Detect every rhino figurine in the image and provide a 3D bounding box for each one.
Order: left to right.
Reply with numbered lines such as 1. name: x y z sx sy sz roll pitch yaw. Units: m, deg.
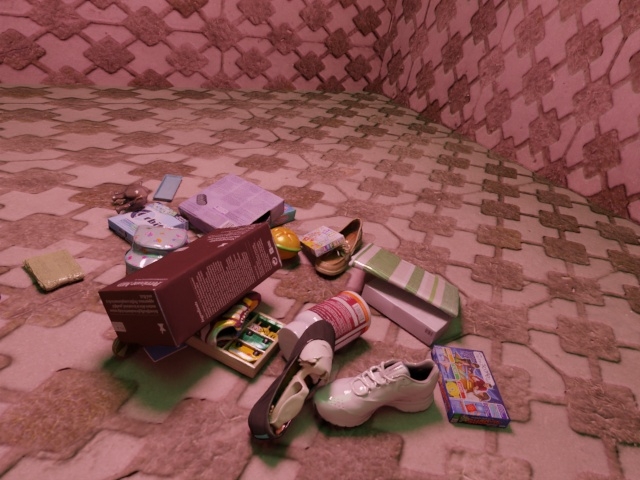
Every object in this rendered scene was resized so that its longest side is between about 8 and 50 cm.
1. rhino figurine: -0.634 -0.154 1.433 0.107 0.073 0.243 -21 22 -13

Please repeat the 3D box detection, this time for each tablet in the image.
1. tablet: -0.358 0.247 0.981 0.054 0.006 0.083 34 39 32

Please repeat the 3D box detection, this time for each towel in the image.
1. towel: -0.702 0.075 1.120 0.148 0.027 0.110 32 37 30
2. towel: 0.257 0.111 1.268 0.325 0.038 0.248 28 17 12

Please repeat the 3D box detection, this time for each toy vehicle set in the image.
1. toy vehicle set: -0.231 0.214 1.038 0.267 0.035 0.166 22 31 16

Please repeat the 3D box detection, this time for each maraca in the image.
1. maraca: -0.123 0.005 1.348 0.127 0.099 0.185 21 8 -8

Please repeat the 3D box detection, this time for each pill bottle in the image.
1. pill bottle: 0.012 0.215 1.040 0.221 0.121 0.121 -20 44 -39

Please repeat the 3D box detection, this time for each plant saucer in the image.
1. plant saucer: -0.569 -0.197 1.587 0.067 0.018 0.192 6 34 -8

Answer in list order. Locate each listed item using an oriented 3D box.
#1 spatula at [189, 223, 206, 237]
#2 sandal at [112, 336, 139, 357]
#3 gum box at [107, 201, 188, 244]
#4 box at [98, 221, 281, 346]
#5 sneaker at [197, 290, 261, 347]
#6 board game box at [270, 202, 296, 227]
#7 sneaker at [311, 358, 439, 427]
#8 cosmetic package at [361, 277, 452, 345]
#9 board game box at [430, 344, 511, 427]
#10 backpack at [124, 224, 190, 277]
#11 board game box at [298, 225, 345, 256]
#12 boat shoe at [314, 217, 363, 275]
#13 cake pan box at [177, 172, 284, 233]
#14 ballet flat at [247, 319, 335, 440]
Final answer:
1. spatula: -0.303 -0.041 1.430 0.242 0.019 0.168 -16 41 -36
2. sandal: -0.425 0.198 0.992 0.049 0.072 0.180 1 32 24
3. gum box: -0.545 -0.052 1.349 0.157 0.041 0.184 28 35 26
4. box: -0.283 0.087 0.996 0.191 0.143 0.381 -5 21 31
5. sneaker: -0.199 0.187 0.997 0.084 0.069 0.186 34 45 30
6. board game box: -0.218 -0.122 1.542 0.210 0.047 0.160 32 33 29
7. sneaker: 0.124 0.312 0.920 0.298 0.129 0.111 -5 38 -22
8. cosmetic package: 0.241 0.191 1.203 0.239 0.060 0.099 33 38 31
9. board game box: 0.356 0.346 1.025 0.137 0.035 0.201 9 33 -4
10. backpack: -0.437 0.048 1.140 0.166 0.144 0.188 8 35 -15
11. board game box: 0.000 0.000 1.349 0.104 0.026 0.154 -27 22 -16
12. boat shoe: 0.065 0.015 1.390 0.105 0.089 0.285 21 34 13
13. cake pan box: -0.288 -0.103 1.407 0.267 0.070 0.246 27 51 24
14. ballet flat: -0.034 0.284 0.866 0.095 0.096 0.280 45 62 -18
